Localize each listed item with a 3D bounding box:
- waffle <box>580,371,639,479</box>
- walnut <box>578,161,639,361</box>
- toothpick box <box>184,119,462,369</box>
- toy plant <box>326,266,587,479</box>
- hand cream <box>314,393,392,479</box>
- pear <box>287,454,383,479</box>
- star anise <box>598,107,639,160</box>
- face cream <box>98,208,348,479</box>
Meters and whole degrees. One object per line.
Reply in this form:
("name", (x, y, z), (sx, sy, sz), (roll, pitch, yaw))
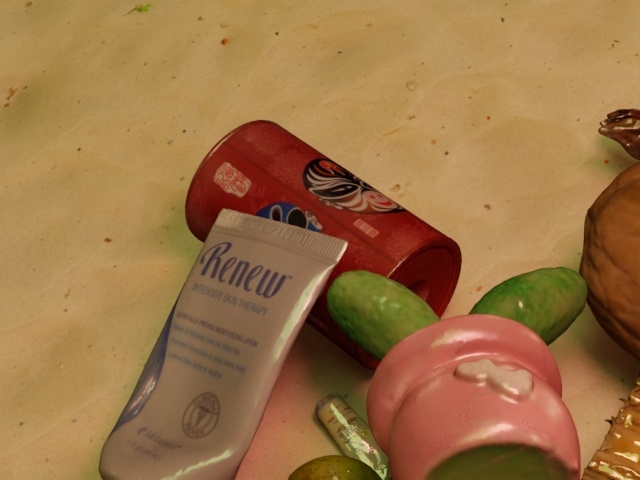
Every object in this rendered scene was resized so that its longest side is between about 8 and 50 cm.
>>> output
("waffle", (0.451, 0.262, 1.287), (0.304, 0.078, 0.348), (21, 17, 21))
("walnut", (0.479, 0.036, 1.450), (0.344, 0.306, 0.306), (31, 61, 28))
("toothpick box", (0.000, 0.000, 1.596), (0.204, 0.204, 0.333), (-40, 56, -23))
("toy plant", (0.178, 0.160, 1.297), (0.317, 0.211, 0.356), (-2, 27, -5))
("hand cream", (0.045, 0.252, 1.494), (0.061, 0.039, 0.143), (-32, 59, -20))
("pear", (0.016, 0.308, 1.407), (0.131, 0.107, 0.107), (8, 52, 4))
("star anise", (0.518, -0.130, 1.645), (0.288, 0.088, 0.288), (15, 11, -3))
("face cream", (-0.133, 0.167, 1.447), (0.234, 0.137, 0.420), (15, 75, 45))
